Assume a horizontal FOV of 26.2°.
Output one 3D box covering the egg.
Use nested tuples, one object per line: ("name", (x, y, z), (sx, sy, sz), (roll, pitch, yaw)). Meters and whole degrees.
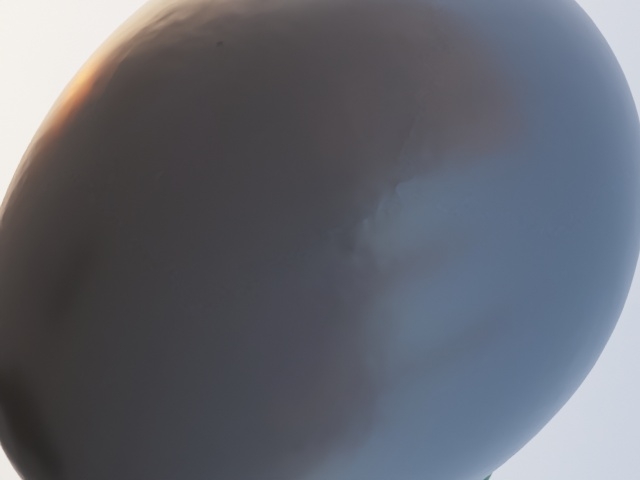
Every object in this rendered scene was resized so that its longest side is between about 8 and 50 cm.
("egg", (0.000, 0.000, 0.416), (0.176, 0.232, 0.176), (21, -47, 24))

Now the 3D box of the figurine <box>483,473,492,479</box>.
("figurine", (0.131, 0.191, 1.457), (0.162, 0.143, 0.263), (43, -64, 11))
